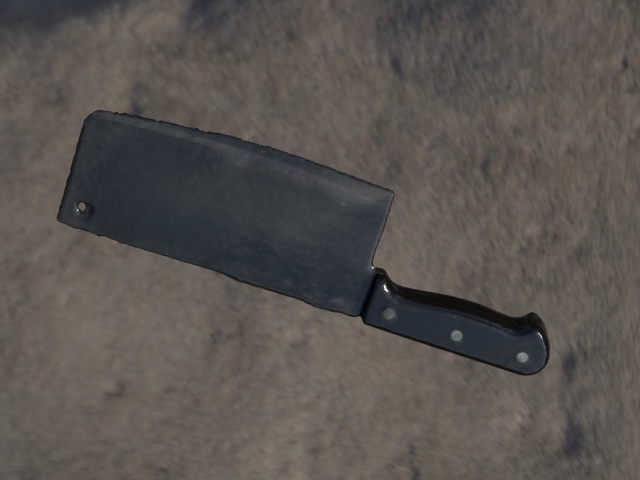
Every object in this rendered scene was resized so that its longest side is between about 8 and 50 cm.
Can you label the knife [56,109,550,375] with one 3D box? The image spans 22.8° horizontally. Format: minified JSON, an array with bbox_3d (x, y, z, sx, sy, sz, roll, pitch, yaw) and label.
[{"bbox_3d":[0.000,0.000,0.749,0.245,0.019,0.072,19,114,-4],"label":"knife"}]
